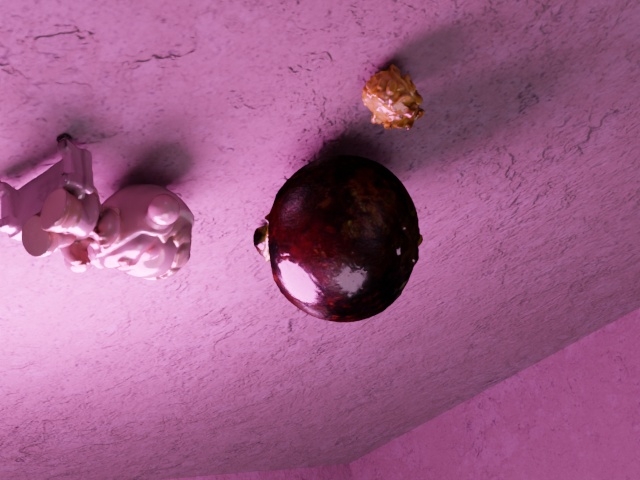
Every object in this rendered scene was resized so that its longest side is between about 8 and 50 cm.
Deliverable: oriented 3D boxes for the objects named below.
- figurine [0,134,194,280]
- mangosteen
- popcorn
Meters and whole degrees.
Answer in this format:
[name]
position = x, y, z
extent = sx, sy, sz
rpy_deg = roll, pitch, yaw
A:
[figurine]
position = -0.260, -0.019, 1.083
extent = 0.182, 0.144, 0.256
rpy_deg = -47, 144, 12
[mangosteen]
position = 0.000, 0.000, 1.200
extent = 0.289, 0.231, 0.231
rpy_deg = -3, 167, 39
[popcorn]
position = 0.088, -0.169, 1.047
extent = 0.057, 0.083, 0.082
rpy_deg = -38, 135, -18
